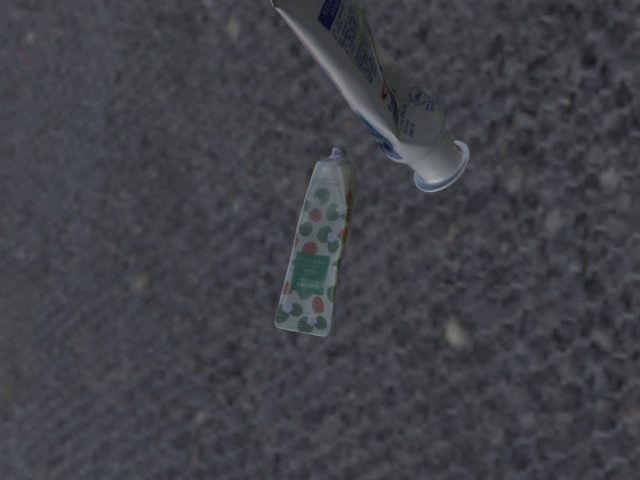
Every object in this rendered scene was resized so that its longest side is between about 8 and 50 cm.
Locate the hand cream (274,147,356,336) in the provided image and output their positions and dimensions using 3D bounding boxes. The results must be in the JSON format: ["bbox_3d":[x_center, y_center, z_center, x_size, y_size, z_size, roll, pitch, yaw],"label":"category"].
[{"bbox_3d":[0.000,0.000,1.541,0.057,0.037,0.165,9,83,30],"label":"hand cream"}]

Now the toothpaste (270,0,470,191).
[{"bbox_3d":[0.038,-0.145,1.464,0.061,0.266,0.096,-10,46,34],"label":"toothpaste"}]
